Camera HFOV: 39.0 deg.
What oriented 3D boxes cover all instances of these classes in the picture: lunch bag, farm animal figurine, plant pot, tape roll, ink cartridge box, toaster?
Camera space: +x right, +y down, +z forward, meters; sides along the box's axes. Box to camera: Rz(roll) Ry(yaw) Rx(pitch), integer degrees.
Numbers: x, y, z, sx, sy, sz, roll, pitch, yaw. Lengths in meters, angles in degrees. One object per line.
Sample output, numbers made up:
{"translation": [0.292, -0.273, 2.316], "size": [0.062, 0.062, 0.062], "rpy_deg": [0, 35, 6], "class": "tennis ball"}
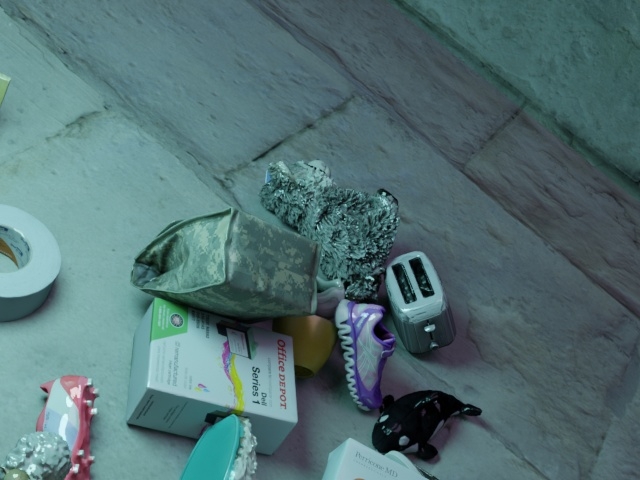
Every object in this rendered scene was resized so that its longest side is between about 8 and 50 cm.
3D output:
{"translation": [-0.178, 0.057, 1.651], "size": [0.235, 0.287, 0.168], "rpy_deg": [23, 64, -43], "class": "lunch bag"}
{"translation": [-0.371, 0.439, 1.149], "size": [0.330, 0.172, 0.327], "rpy_deg": [46, 49, 8], "class": "farm animal figurine"}
{"translation": [-0.036, 0.212, 1.758], "size": [0.134, 0.134, 0.095], "rpy_deg": [21, 59, -18], "class": "plant pot"}
{"translation": [-0.569, 0.034, 1.572], "size": [0.219, 0.072, 0.219], "rpy_deg": [22, 39, -19], "class": "tape roll"}
{"translation": [-0.188, 0.242, 1.599], "size": [0.278, 0.117, 0.201], "rpy_deg": [18, 40, -22], "class": "ink cartridge box"}
{"translation": [0.213, 0.126, 1.986], "size": [0.129, 0.146, 0.227], "rpy_deg": [-17, 51, 1], "class": "toaster"}

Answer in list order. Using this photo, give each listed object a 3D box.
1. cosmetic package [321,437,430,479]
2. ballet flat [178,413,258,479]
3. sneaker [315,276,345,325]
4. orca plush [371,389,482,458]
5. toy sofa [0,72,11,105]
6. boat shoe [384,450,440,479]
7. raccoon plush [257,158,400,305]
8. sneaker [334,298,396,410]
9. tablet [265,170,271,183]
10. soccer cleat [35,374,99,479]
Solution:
{"translation": [0.150, 0.545, 1.501], "size": [0.377, 0.097, 0.284], "rpy_deg": [29, 48, -8], "class": "cosmetic package"}
{"translation": [-0.174, 0.462, 1.389], "size": [0.147, 0.147, 0.409], "rpy_deg": [29, 40, -8], "class": "ballet flat"}
{"translation": [-0.084, 0.084, 1.831], "size": [0.292, 0.118, 0.110], "rpy_deg": [20, 37, 5], "class": "sneaker"}
{"translation": [0.226, 0.349, 1.815], "size": [0.287, 0.102, 0.151], "rpy_deg": [2, 48, -36], "class": "orca plush"}
{"translation": [-0.716, -0.193, 1.643], "size": [0.177, 0.150, 0.362], "rpy_deg": [24, 38, -16], "class": "toy sofa"}
{"translation": [0.199, 0.478, 1.682], "size": [0.219, 0.078, 0.070], "rpy_deg": [52, 40, 8], "class": "boat shoe"}
{"translation": [0.000, 0.000, 1.957], "size": [0.299, 0.216, 0.446], "rpy_deg": [17, 40, -11], "class": "raccoon plush"}
{"translation": [0.101, 0.224, 1.769], "size": [0.105, 0.236, 0.095], "rpy_deg": [-8, 16, 14], "class": "sneaker"}
{"translation": [-0.108, -0.132, 2.166], "size": [0.054, 0.006, 0.083], "rpy_deg": [22, 40, -18], "class": "tablet"}
{"translation": [-0.402, 0.322, 1.397], "size": [0.095, 0.083, 0.248], "rpy_deg": [-7, 52, 5], "class": "soccer cleat"}
